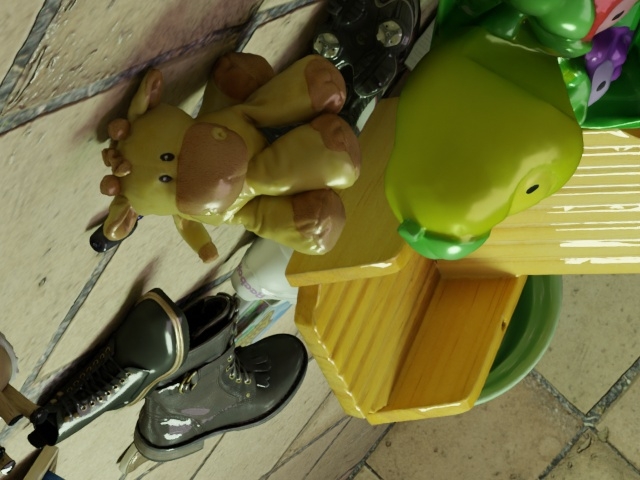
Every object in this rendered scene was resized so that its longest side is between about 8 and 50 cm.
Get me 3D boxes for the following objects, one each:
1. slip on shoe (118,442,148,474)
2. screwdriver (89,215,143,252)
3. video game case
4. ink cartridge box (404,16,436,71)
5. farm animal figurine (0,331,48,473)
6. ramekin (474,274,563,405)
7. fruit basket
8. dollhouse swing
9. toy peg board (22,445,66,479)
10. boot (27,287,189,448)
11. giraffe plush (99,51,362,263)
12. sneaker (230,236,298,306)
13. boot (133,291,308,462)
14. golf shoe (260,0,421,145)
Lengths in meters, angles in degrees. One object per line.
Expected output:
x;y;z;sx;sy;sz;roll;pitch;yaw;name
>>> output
-0.197;0.251;2.439;0.135;0.041;0.051;-43;168;-16;slip on shoe
-0.152;-0.032;1.725;0.025;0.024;0.170;-19;-166;36;screwdriver
-0.114;0.121;2.341;0.212;0.023;0.193;-46;168;-5;video game case
0.195;-0.266;2.084;0.208;0.045;0.206;-49;169;21;ink cartridge box
-0.388;0.207;1.371;0.330;0.172;0.326;-12;132;-57;farm animal figurine
0.139;0.068;2.411;0.303;0.303;0.148;-44;176;-12;ramekin
0.202;-0.155;1.775;0.392;0.283;0.392;-178;-90;-90;fruit basket
0.192;0.040;2.074;0.315;0.305;0.347;-65;153;-25;dollhouse swing
-0.311;0.330;2.114;0.161;0.079;0.160;-59;176;-29;toy peg board
-0.215;0.138;1.941;0.137;0.077;0.198;-31;161;-36;boot
-0.093;-0.068;1.547;0.210;0.181;0.170;-14;173;28;giraffe plush
0.000;0.000;2.202;0.152;0.114;0.305;-37;169;27;sneaker
-0.110;0.134;2.180;0.263;0.091;0.229;-32;153;-27;boot
0.009;-0.124;1.778;0.273;0.105;0.120;-51;175;23;golf shoe
